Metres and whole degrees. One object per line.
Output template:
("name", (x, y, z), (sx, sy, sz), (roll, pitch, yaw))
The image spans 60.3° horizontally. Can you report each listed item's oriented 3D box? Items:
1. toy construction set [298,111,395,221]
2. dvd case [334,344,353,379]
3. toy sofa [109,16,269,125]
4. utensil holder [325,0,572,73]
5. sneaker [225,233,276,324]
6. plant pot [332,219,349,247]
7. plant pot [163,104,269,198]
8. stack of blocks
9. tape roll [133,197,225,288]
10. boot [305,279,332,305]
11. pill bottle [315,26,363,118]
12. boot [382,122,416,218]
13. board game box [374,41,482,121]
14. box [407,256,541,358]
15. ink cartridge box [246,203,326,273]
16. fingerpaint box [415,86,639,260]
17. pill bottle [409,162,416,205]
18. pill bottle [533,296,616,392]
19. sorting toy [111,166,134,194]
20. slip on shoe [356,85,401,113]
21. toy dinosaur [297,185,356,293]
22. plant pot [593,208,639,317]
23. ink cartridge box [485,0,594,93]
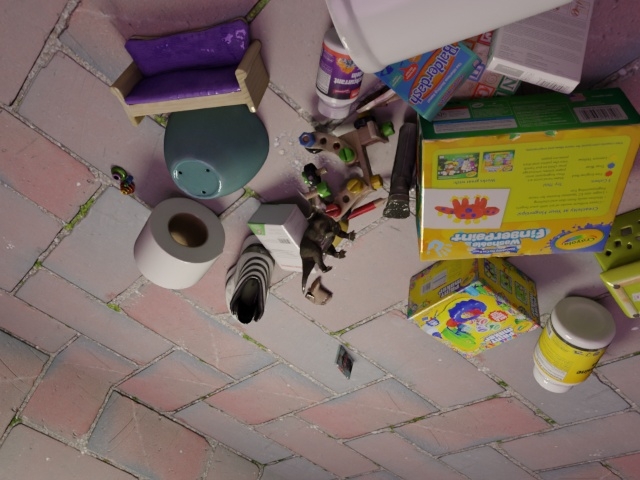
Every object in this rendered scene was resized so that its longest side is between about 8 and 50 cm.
("toy construction set", (0.112, -0.184, 1.439), (0.237, 0.257, 0.309), (-23, 147, 17))
("dvd case", (0.095, 0.485, 2.194), (0.013, 0.087, 0.119), (-13, 130, 30))
("toy sofa", (-0.324, -0.407, 1.347), (0.363, 0.150, 0.177), (-2, 135, 17))
("utensil holder", (0.221, -0.510, 0.977), (0.386, 0.327, 0.327), (-11, 131, 22))
("sneaker", (-0.268, 0.202, 1.876), (0.169, 0.257, 0.447), (18, 137, -4))
("plant pot", (0.043, -0.044, 1.676), (0.082, 0.081, 0.083), (36, 123, -21))
("plant pot", (-0.303, -0.225, 1.494), (0.291, 0.195, 0.290), (7, 136, 7))
("stack of blocks", (0.352, -0.364, 1.258), (0.171, 0.087, 0.297), (16, 136, -3))
("tape roll", (-0.445, 0.010, 1.736), (0.246, 0.246, 0.169), (30, 134, -16))
("boot", (0.002, 0.188, 1.953), (0.087, 0.042, 0.118), (21, 138, -16))
("pill bottle", (0.046, -0.390, 1.297), (0.108, 0.108, 0.193), (14, 137, 1))
("boot", (0.208, -0.173, 1.417), (0.076, 0.208, 0.189), (5, 164, -3))
("board game box", (0.210, -0.380, 1.173), (0.160, 0.210, 0.047), (-50, 153, 18))
("box", (0.476, 0.190, 1.730), (0.279, 0.177, 0.290), (33, 134, -20))
("ink cartridge box", (-0.098, -0.006, 1.709), (0.160, 0.092, 0.219), (5, 141, 41))
("fingerpaint box", (0.451, -0.142, 1.289), (0.445, 0.163, 0.371), (-4, 134, 6))
("pill bottle", (0.256, -0.159, 1.500), (0.078, 0.078, 0.137), (23, 136, -9))
("pill bottle", (0.811, 0.352, 1.798), (0.188, 0.187, 0.333), (7, 137, 8))
("sorting toy", (-0.623, -0.182, 1.733), (0.061, 0.042, 0.102), (-10, 131, 23))
("slip on shoe", (0.151, -0.346, 1.360), (0.135, 0.051, 0.041), (-28, 120, 26))
("toy dinosaur", (0.000, 0.000, 1.595), (0.121, 0.160, 0.313), (-3, 114, -40))
("plant pot", (0.875, 0.066, 1.476), (0.227, 0.207, 0.228), (-24, 123, 34))
("ink cartridge box", (0.444, -0.426, 1.109), (0.181, 0.224, 0.056), (16, 166, -2))
